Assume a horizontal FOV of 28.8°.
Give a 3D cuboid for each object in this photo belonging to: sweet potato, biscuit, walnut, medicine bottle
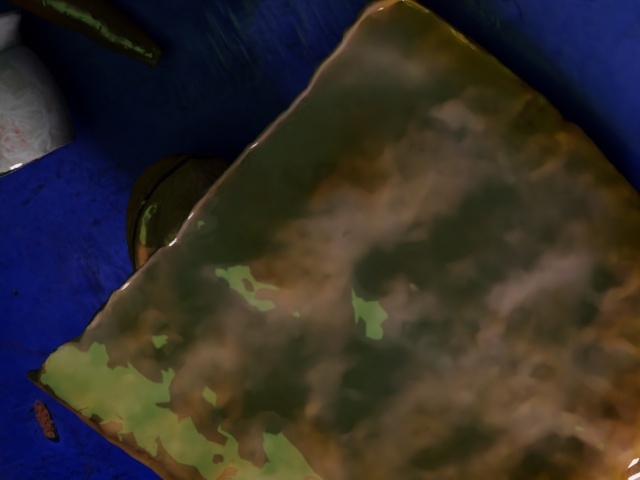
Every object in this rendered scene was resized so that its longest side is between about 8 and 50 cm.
[{"bbox_3d":[-0.259,-0.233,1.143,0.265,0.057,0.057,33,123,10],"label":"sweet potato"},{"bbox_3d":[0.073,0.063,0.995,0.446,0.104,0.429,35,83,0],"label":"biscuit"},{"bbox_3d":[-0.111,0.002,1.138,0.144,0.144,0.180,3,123,25],"label":"walnut"},{"bbox_3d":[-0.320,-0.130,1.168,0.147,0.147,0.143,-19,101,31],"label":"medicine bottle"}]
